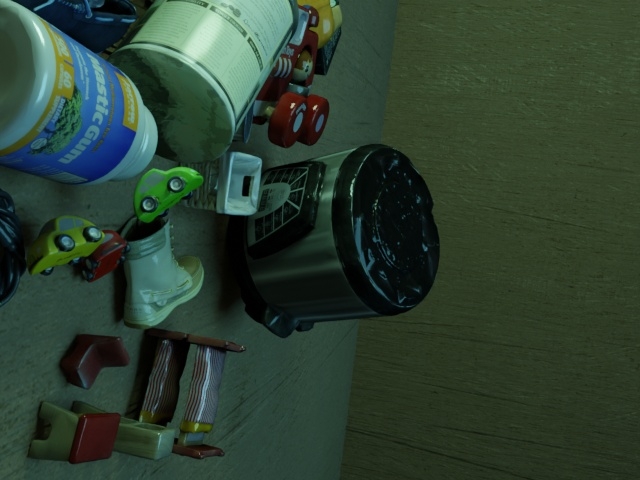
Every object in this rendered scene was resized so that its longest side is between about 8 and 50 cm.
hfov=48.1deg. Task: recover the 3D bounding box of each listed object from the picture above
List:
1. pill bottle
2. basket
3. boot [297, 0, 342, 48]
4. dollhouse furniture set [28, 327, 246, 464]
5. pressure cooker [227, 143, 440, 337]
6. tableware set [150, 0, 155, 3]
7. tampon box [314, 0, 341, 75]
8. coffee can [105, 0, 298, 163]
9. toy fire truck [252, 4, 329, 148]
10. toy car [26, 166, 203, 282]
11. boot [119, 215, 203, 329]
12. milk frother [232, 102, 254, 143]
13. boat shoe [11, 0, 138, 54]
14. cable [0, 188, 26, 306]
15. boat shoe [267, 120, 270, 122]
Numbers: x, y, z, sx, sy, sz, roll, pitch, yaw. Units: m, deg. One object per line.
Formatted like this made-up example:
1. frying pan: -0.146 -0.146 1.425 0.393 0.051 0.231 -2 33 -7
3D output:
1. pill bottle: -0.288 -0.143 0.789 0.272 0.152 0.152 21 78 -75
2. basket: -0.186 -0.109 1.327 0.167 0.103 0.113 -6 103 -77
3. boot: -0.052 -0.547 1.509 0.295 0.104 0.211 65 33 -18
4. dollhouse furniture set: -0.260 0.238 1.120 0.374 0.152 0.201 44 55 -73
5. pressure cooker: 0.003 0.005 1.573 0.370 0.420 0.376 -26 103 -50
6. tableware set: -0.242 -0.445 1.079 0.141 0.020 0.169 56 44 -70
7. tampon box: -0.028 -0.491 1.713 0.101 0.120 0.161 80 22 -53
8. coffee can: -0.170 -0.279 1.058 0.201 0.201 0.275 82 24 -49
9. toy fire truck: -0.070 -0.323 1.356 0.254 0.169 0.302 -70 166 16
10. toy car: -0.255 -0.032 0.929 0.225 0.053 0.239 -36 175 -1
11. boot: -0.258 0.027 1.176 0.213 0.077 0.165 -50 144 -60
12. milk frother: -0.178 -0.242 1.207 0.129 0.134 0.143 -93 -168 -87
13. boat shoe: -0.287 -0.288 0.801 0.109 0.089 0.258 59 7 -2
14. cable: -0.374 0.005 0.769 0.184 0.047 0.151 72 21 -69
15. boat shoe: -0.097 -0.391 1.559 0.096 0.098 0.277 62 29 -67
